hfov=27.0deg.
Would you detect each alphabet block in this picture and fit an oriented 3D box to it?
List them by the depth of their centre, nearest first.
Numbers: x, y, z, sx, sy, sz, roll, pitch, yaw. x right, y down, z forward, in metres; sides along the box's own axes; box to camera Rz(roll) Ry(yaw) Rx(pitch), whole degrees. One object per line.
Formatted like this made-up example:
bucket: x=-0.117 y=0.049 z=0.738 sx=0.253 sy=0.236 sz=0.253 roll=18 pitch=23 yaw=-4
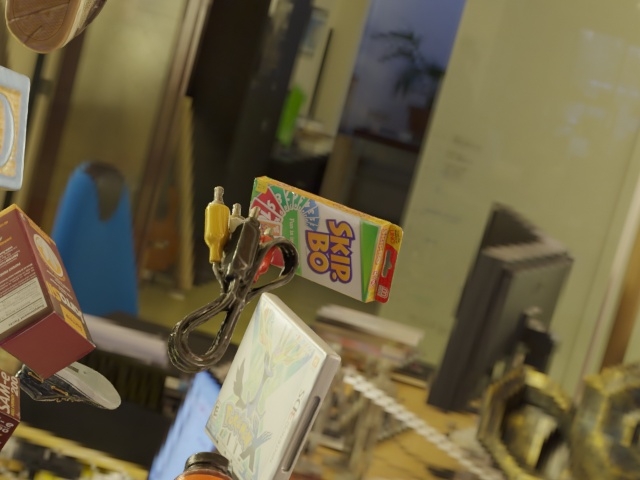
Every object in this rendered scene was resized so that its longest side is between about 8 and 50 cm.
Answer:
alphabet block: x=-0.584 y=-0.178 z=2.050 sx=0.197 sy=0.192 sz=0.193 roll=3 pitch=-5 yaw=16

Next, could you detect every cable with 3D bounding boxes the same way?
cable: x=-0.113 y=0.066 z=1.684 sx=0.139 sy=0.287 sz=0.072 roll=36 pitch=-40 yaw=-23

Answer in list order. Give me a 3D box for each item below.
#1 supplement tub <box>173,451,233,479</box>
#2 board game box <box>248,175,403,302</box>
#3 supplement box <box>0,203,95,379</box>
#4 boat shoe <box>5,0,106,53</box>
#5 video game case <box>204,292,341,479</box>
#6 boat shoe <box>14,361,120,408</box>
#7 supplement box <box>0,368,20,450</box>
supplement tub: x=-0.165 y=0.387 z=1.829 sx=0.106 sy=0.106 sz=0.198 roll=14 pitch=41 yaw=-9
board game box: x=0.000 y=0.000 z=2.009 sx=0.259 sy=0.124 sz=0.039 roll=20 pitch=20 yaw=28
supplement box: x=-0.358 y=0.062 z=1.637 sx=0.188 sy=0.081 sz=0.104 roll=61 pitch=4 yaw=36
boat shoe: x=-0.235 y=-0.327 z=1.363 sx=0.103 sy=0.285 sz=0.092 roll=26 pitch=18 yaw=4
video game case: x=-0.095 y=0.282 z=2.407 sx=0.036 sy=0.300 sz=0.329 roll=20 pitch=9 yaw=-27
boat shoe: x=-0.448 y=0.260 z=2.364 sx=0.183 sy=0.083 sz=0.065 roll=35 pitch=21 yaw=-15
supplement box: x=-0.518 y=0.304 z=1.901 sx=0.073 sy=0.239 sz=0.130 roll=29 pitch=14 yaw=-23
